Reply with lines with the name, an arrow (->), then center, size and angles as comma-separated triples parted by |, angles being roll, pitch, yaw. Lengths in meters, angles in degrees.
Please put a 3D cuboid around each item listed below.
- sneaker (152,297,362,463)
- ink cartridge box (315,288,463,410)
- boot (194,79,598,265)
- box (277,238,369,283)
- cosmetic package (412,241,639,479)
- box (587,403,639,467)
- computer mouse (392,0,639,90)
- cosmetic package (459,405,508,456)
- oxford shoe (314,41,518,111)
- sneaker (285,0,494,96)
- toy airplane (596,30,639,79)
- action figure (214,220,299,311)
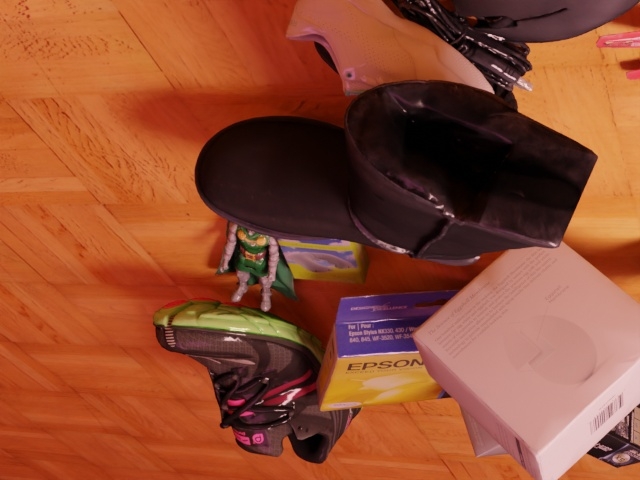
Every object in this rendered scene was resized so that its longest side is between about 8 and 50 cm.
sneaker -> -0.089, 0.236, 1.833 | 0.185, 0.202, 0.483 | 8, 159, 42
ink cartridge box -> 0.159, 0.164, 1.689 | 0.303, 0.072, 0.307 | -3, 155, -9
boot -> 0.039, -0.064, 1.134 | 0.367, 0.146, 0.445 | 9, 179, -1
box -> 0.000, 0.000, 1.570 | 0.109, 0.042, 0.178 | 4, 152, 15
cosmetic package -> 0.277, 0.141, 1.426 | 0.224, 0.224, 0.138 | 45, 170, 31
box -> 0.407, 0.213, 1.642 | 0.147, 0.180, 0.077 | 27, 146, -26
computer mouse -> 0.201, -0.219, 1.044 | 0.188, 0.072, 0.272 | 30, 148, -27
cosmetic package -> 0.323, 0.241, 1.692 | 0.238, 0.127, 0.107 | 3, 150, -34
oxford shoe -> 0.086, -0.160, 1.199 | 0.227, 0.083, 0.096 | 28, 164, -14
sneaker -> 0.065, -0.172, 1.114 | 0.212, 0.094, 0.080 | 33, 178, -2
toy airplane -> 0.338, -0.184, 1.097 | 0.151, 0.028, 0.151 | 2, 151, 1
action figure -> -0.096, 0.023, 1.641 | 0.137, 0.063, 0.232 | 13, 149, 6
